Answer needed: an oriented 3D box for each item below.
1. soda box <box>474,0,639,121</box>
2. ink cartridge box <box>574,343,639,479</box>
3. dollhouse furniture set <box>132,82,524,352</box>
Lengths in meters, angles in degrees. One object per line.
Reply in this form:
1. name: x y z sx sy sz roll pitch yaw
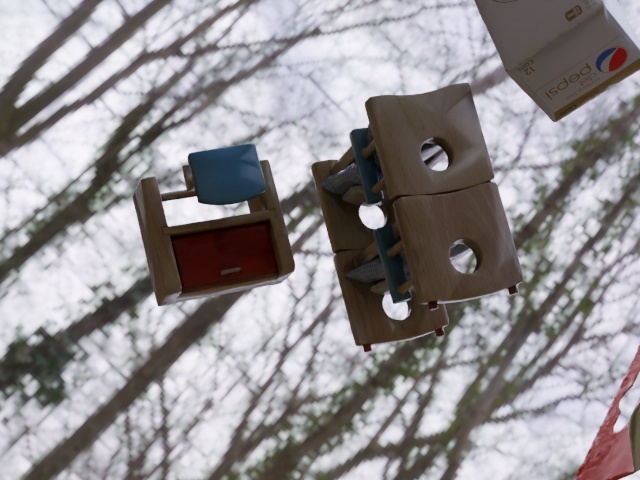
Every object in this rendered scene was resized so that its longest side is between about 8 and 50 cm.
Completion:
1. soda box: 0.135 -0.182 0.922 0.074 0.216 0.069 -33 -44 19
2. ink cartridge box: 0.195 0.049 0.748 0.045 0.145 0.179 40 -35 -7
3. dollhouse furniture set: 0.000 0.000 0.842 0.129 0.184 0.128 135 -58 -67
